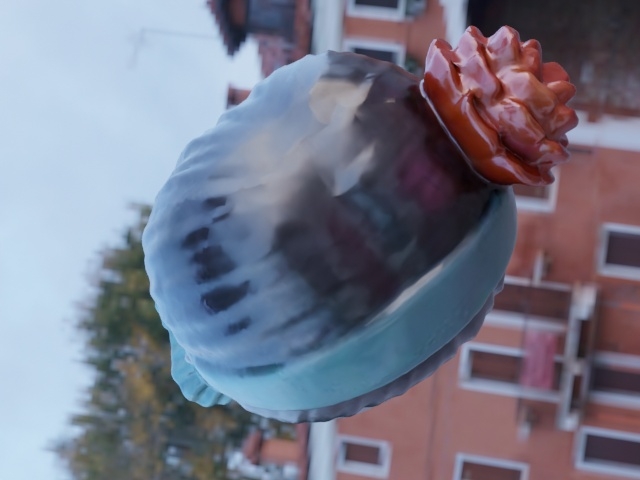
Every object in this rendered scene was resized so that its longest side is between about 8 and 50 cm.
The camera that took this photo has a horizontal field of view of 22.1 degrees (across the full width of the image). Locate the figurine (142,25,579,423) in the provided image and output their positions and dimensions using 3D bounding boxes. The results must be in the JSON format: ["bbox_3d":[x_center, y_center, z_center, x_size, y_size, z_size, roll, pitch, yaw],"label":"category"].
[{"bbox_3d":[0.000,0.000,0.578,0.138,0.110,0.245,-54,4,-10],"label":"figurine"}]
